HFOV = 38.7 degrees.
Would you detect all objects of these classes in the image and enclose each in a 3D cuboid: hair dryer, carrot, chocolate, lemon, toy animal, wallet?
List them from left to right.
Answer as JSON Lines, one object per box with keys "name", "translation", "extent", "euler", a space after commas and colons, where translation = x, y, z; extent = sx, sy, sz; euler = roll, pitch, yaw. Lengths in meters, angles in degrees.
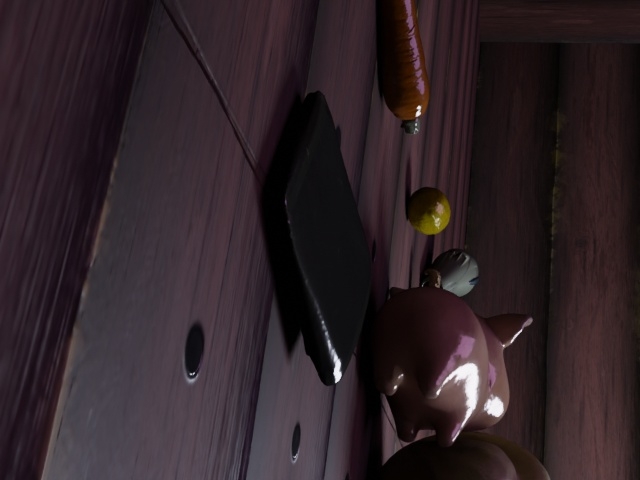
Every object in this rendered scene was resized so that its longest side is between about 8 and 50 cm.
{"name": "wallet", "translation": [0.000, 0.000, 0.854], "extent": [0.169, 0.052, 0.245], "euler": [-74, 158, -45]}
{"name": "carrot", "translation": [0.105, -0.296, 1.250], "extent": [0.069, 0.069, 0.336], "euler": [-69, 152, -55]}
{"name": "lemon", "translation": [0.201, -0.053, 1.689], "extent": [0.111, 0.082, 0.082], "euler": [60, 34, -56]}
{"name": "toy animal", "translation": [0.174, 0.179, 1.373], "extent": [0.326, 0.237, 0.269], "euler": [76, 32, -47]}
{"name": "hair dryer", "translation": [0.275, 0.150, 2.097], "extent": [0.296, 0.118, 0.298], "euler": [34, 73, -69]}
{"name": "chocolate", "translation": [0.209, 0.445, 1.428], "extent": [0.314, 0.325, 0.297], "euler": [-52, 127, -65]}

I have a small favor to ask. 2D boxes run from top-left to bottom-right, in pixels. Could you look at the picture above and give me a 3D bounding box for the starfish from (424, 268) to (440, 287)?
{"name": "starfish", "translation": [0.204, 0.221, 1.821], "extent": [0.302, 0.060, 0.299], "euler": [-81, 174, -51]}
